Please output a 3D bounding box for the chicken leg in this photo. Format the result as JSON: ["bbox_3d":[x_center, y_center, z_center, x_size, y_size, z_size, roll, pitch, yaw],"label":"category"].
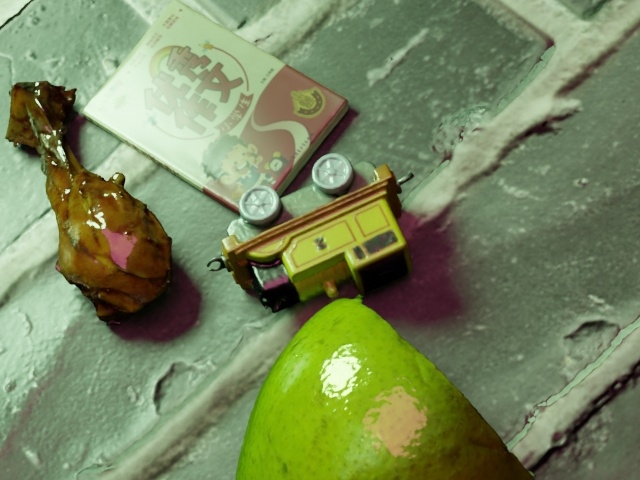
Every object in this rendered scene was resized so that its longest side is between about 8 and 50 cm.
[{"bbox_3d":[-0.245,-0.050,1.745,0.113,0.093,0.304,-36,61,3],"label":"chicken leg"}]

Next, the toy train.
[{"bbox_3d":[0.000,0.000,1.679,0.219,0.089,0.127,-24,63,-4],"label":"toy train"}]

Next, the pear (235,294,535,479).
[{"bbox_3d":[0.021,0.200,1.569,0.239,0.139,0.288,-45,66,-3],"label":"pear"}]

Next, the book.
[{"bbox_3d":[-0.109,-0.135,1.795,0.232,0.022,0.162,33,73,19],"label":"book"}]
